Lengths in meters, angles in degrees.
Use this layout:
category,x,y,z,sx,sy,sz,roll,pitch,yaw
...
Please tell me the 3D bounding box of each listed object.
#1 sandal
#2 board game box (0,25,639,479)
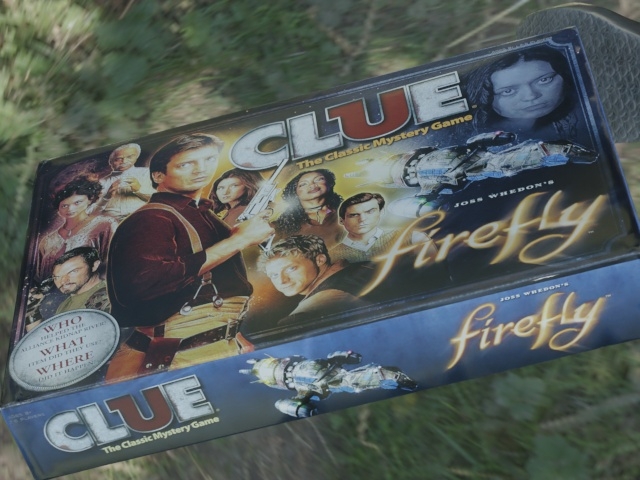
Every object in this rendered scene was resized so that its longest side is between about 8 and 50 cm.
category,x,y,z,sx,sy,sz,roll,pitch,yaw
sandal,0.242,-0.113,1.258,0.054,0.254,0.097,-17,114,-39
board game box,0.000,0.000,0.714,0.243,0.165,0.042,-14,125,7
